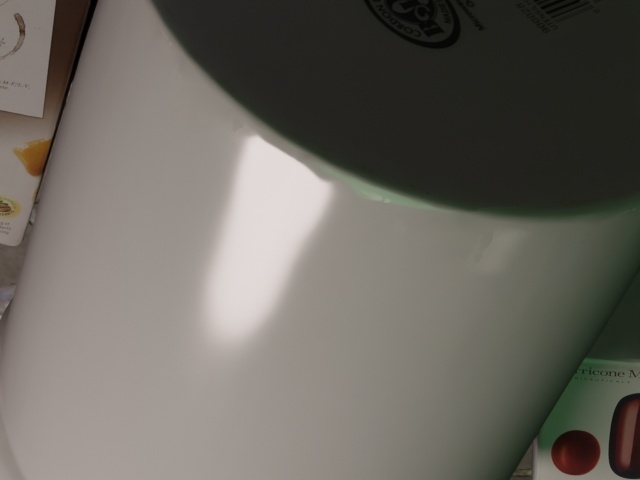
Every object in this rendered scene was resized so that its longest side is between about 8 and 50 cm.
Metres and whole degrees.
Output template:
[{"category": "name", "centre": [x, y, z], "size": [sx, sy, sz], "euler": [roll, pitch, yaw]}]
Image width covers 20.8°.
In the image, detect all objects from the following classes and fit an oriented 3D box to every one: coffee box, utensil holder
[{"category": "coffee box", "centre": [-0.179, -0.131, 0.975], "size": [0.098, 0.141, 0.246], "euler": [15, 140, -10]}, {"category": "utensil holder", "centre": [0.000, 0.000, 0.958], "size": [0.327, 0.328, 0.385], "euler": [14, 136, -8]}]

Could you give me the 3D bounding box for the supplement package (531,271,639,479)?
[{"category": "supplement package", "centre": [0.241, 0.081, 1.157], "size": [0.194, 0.149, 0.203], "euler": [2, 141, 6]}]
